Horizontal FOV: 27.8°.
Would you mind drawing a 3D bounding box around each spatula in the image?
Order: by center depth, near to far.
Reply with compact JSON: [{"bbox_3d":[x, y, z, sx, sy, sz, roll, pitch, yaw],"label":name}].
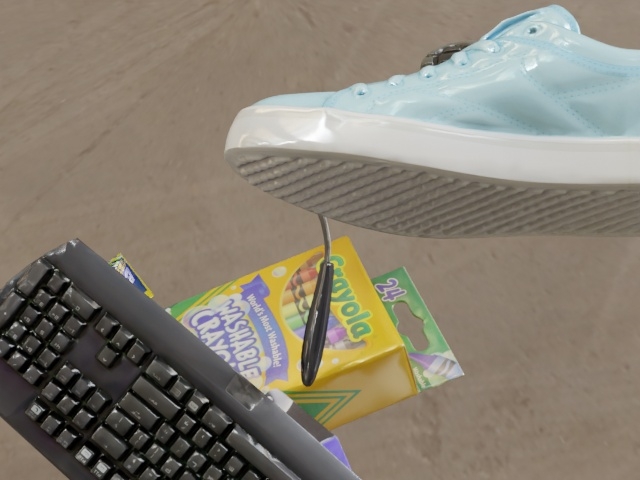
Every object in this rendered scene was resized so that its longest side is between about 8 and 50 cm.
[{"bbox_3d":[0.000,0.000,1.303,0.030,0.084,0.296,5,76,-12],"label":"spatula"}]

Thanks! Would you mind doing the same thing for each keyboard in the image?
[{"bbox_3d":[-0.104,0.164,0.781,0.317,0.033,0.201,39,97,9],"label":"keyboard"}]

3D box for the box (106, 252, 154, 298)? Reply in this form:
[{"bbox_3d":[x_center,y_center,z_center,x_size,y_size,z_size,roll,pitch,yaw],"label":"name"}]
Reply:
[{"bbox_3d":[-0.239,0.076,1.250,0.169,0.059,0.054,-29,100,41],"label":"box"}]

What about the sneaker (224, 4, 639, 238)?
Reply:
[{"bbox_3d":[0.119,-0.089,0.906,0.366,0.135,0.150,4,68,-1],"label":"sneaker"}]

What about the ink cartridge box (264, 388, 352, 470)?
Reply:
[{"bbox_3d":[-0.085,0.190,0.925,0.206,0.208,0.045,-26,105,-14],"label":"ink cartridge box"}]

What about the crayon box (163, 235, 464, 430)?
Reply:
[{"bbox_3d":[-0.033,0.117,1.404,0.323,0.203,0.083,-21,129,-4],"label":"crayon box"}]

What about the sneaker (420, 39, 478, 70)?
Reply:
[{"bbox_3d":[0.149,-0.120,1.416,0.101,0.267,0.106,-4,124,22],"label":"sneaker"}]
